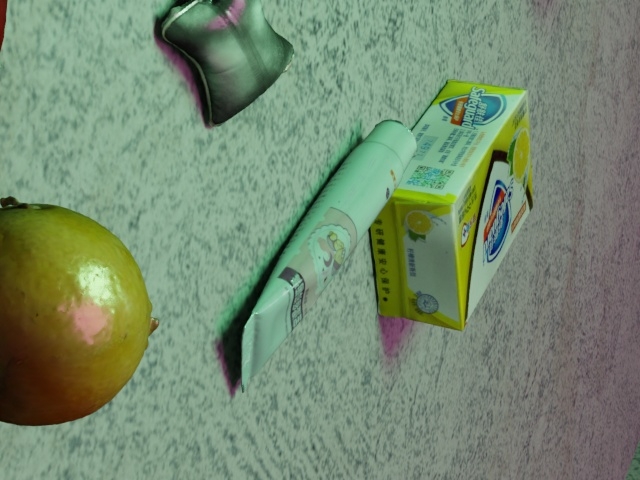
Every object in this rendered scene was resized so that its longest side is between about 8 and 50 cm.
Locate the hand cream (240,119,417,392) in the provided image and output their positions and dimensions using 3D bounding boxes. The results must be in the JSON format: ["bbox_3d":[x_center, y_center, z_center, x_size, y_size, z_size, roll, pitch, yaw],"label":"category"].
[{"bbox_3d":[0.000,0.000,1.393,0.331,0.058,0.085,-52,160,-41],"label":"hand cream"}]

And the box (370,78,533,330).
[{"bbox_3d":[0.148,-0.045,1.654,0.265,0.097,0.168,-51,142,-50],"label":"box"}]

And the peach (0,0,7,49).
[{"bbox_3d":[-0.243,-0.095,0.573,0.199,0.244,0.243,-109,-171,-56],"label":"peach"}]

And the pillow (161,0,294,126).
[{"bbox_3d":[-0.069,-0.153,1.170,0.091,0.055,0.135,-66,151,-28],"label":"pillow"}]

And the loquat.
[{"bbox_3d":[-0.167,0.043,0.903,0.141,0.141,0.141,8,90,-67],"label":"loquat"}]
